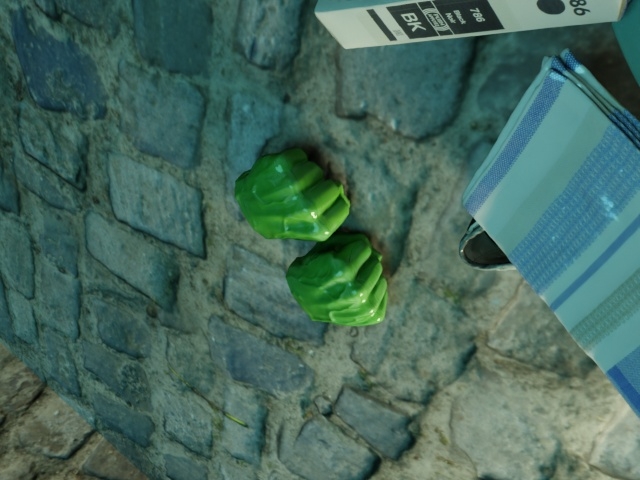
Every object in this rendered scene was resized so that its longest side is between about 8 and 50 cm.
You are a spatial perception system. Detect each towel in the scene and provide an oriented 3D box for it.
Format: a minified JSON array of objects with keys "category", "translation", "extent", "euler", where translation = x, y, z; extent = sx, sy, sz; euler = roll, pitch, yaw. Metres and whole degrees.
[{"category":"towel","translation":[0.244,0.003,0.660],"extent":[0.285,0.034,0.209],"euler":[56,147,23]}]

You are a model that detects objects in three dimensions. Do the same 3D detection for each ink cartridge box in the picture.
[{"category":"ink cartridge box","translation":[0.159,-0.252,0.623],"extent":[0.332,0.166,0.065],"euler":[7,158,42]}]

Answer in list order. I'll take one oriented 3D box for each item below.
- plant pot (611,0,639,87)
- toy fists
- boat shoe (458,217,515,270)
[{"category":"plant pot","translation":[0.347,-0.129,0.555],"extent":[0.234,0.165,0.165],"euler":[47,141,8]},{"category":"toy fists","translation":[0.000,0.000,1.038],"extent":[0.142,0.096,0.279],"euler":[-3,121,56]},{"category":"boat shoe","translation":[0.265,-0.031,0.750],"extent":[0.306,0.105,0.113],"euler":[-11,113,47]}]
